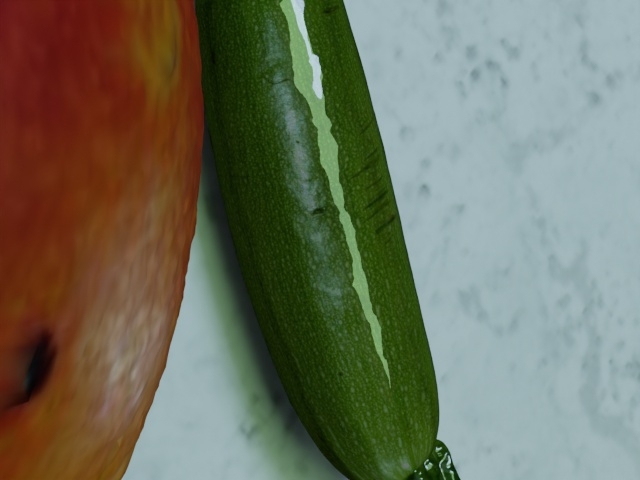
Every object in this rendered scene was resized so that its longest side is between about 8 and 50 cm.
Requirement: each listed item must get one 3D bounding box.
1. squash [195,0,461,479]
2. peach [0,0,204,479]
[{"bbox_3d":[0.000,0.000,0.730,0.066,0.066,0.252,-22,103,-36],"label":"squash"},{"bbox_3d":[-0.199,-0.028,0.404,0.388,0.388,0.388,-1,91,-38],"label":"peach"}]
